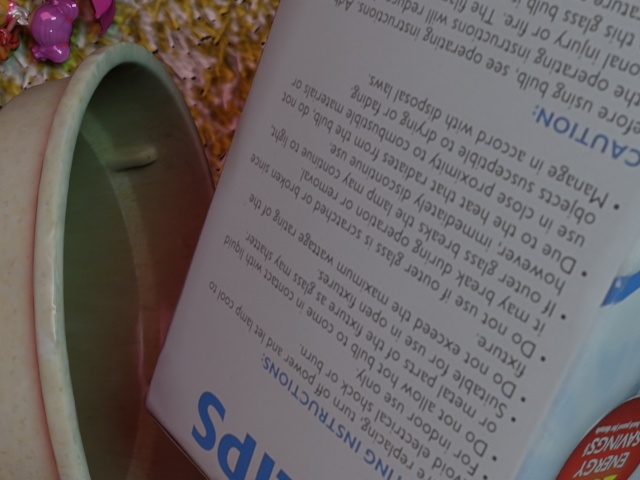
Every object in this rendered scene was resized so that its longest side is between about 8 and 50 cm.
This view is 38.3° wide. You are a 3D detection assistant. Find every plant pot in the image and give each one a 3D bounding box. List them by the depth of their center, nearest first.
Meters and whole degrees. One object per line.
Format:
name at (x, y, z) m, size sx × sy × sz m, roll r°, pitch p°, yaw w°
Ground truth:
plant pot at (-0.240, 0.061, 0.584) m, size 0.305 × 0.334 × 0.334 m, roll -5°, pitch 72°, yaw 7°

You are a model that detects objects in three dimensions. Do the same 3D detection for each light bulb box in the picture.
light bulb box at (0.152, -0.013, 0.491) m, size 0.225 × 0.358 × 0.361 m, roll 36°, pitch 113°, yaw 42°

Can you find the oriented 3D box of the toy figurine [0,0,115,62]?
toy figurine at (-0.254, -0.204, 0.769) m, size 0.159 × 0.130 × 0.173 m, roll 17°, pitch 94°, yaw -6°
